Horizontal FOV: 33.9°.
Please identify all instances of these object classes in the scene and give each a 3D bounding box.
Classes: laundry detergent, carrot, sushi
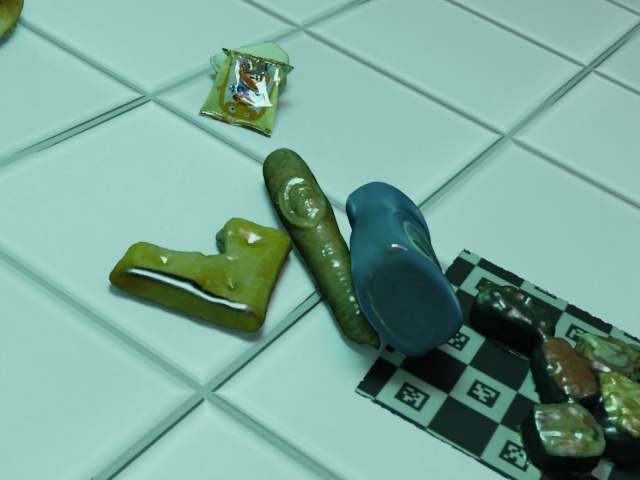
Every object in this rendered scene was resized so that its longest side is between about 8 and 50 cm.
[{"bbox_3d":[0.083,0.012,1.207,0.143,0.094,0.290,49,12,-19],"label":"laundry detergent"},{"bbox_3d":[0.000,0.001,1.244,0.070,0.070,0.342,-1,40,-25],"label":"carrot"},{"bbox_3d":[0.269,0.141,1.174,0.359,0.064,0.343,28,36,15],"label":"sushi"}]

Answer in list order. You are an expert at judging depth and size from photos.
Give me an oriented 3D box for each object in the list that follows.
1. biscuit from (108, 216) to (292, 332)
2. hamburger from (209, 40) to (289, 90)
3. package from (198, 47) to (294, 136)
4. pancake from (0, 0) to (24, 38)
[{"bbox_3d":[-0.124,0.023,1.184,0.174,0.039,0.183,19,35,5],"label":"biscuit"},{"bbox_3d":[-0.098,-0.247,1.551,0.121,0.054,0.084,-11,49,-31],"label":"hamburger"},{"bbox_3d":[-0.104,-0.213,1.483,0.108,0.031,0.120,17,72,0],"label":"package"},{"bbox_3d":[-0.540,-0.348,1.484,0.244,0.057,0.266,21,36,6],"label":"pancake"}]
